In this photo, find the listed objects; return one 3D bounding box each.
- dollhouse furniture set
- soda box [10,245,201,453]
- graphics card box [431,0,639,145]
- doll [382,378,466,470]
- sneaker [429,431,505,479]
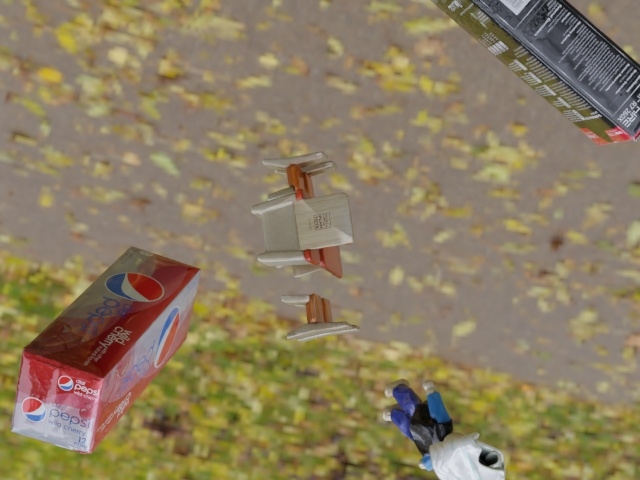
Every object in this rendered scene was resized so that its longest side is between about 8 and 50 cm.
[{"bbox_3d":[0.000,0.000,2.056,0.135,0.262,0.259,-10,171,10],"label":"dollhouse furniture set"},{"bbox_3d":[-0.203,0.100,1.411,0.084,0.263,0.092,18,115,8],"label":"soda box"},{"bbox_3d":[0.311,-0.288,2.063,0.371,0.094,0.233,39,-179,-2],"label":"graphics card box"},{"bbox_3d":[0.147,0.253,2.011,0.046,0.129,0.189,-3,-162,-25],"label":"doll"},{"bbox_3d":[0.181,0.261,1.578,0.061,0.053,0.152,-28,131,21],"label":"sneaker"}]
